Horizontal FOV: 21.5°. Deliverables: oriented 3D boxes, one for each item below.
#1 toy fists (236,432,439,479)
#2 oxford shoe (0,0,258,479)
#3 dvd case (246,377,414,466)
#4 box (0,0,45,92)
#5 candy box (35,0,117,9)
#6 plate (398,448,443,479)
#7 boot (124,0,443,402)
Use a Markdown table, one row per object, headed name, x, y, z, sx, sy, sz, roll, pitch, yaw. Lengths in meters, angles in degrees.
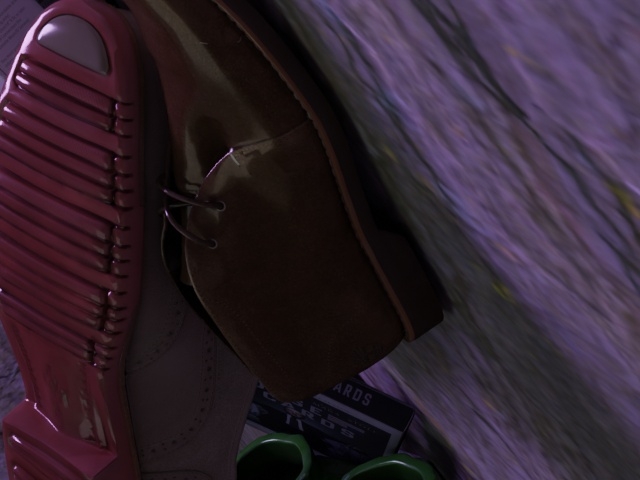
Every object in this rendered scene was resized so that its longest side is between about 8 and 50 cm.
| name | x | y | z | sx | sy | sz | roll | pitch | yaw |
| --- | --- | --- | --- | --- | --- | --- | --- | --- | --- |
| toy fists | 0.045 | 0.237 | 1.416 | 0.279 | 0.096 | 0.142 | 2 | 136 | 50 |
| oxford shoe | -0.113 | 0.032 | 1.030 | 0.140 | 0.146 | 0.397 | 32 | 130 | 38 |
| dvd case | -0.015 | 0.139 | 1.424 | 0.179 | 0.030 | 0.239 | 25 | 163 | 6 |
| box | -0.182 | -0.071 | 1.167 | 0.322 | 0.058 | 0.232 | 46 | 162 | -11 |
| candy box | -0.215 | -0.188 | 1.208 | 0.159 | 0.071 | 0.233 | 41 | 166 | 42 |
| plate | 0.136 | 0.310 | 1.588 | 0.277 | 0.045 | 0.278 | 51 | 171 | -5 |
| boot | -0.046 | -0.034 | 0.894 | 0.305 | 0.115 | 0.112 | 59 | 172 | -31 |
